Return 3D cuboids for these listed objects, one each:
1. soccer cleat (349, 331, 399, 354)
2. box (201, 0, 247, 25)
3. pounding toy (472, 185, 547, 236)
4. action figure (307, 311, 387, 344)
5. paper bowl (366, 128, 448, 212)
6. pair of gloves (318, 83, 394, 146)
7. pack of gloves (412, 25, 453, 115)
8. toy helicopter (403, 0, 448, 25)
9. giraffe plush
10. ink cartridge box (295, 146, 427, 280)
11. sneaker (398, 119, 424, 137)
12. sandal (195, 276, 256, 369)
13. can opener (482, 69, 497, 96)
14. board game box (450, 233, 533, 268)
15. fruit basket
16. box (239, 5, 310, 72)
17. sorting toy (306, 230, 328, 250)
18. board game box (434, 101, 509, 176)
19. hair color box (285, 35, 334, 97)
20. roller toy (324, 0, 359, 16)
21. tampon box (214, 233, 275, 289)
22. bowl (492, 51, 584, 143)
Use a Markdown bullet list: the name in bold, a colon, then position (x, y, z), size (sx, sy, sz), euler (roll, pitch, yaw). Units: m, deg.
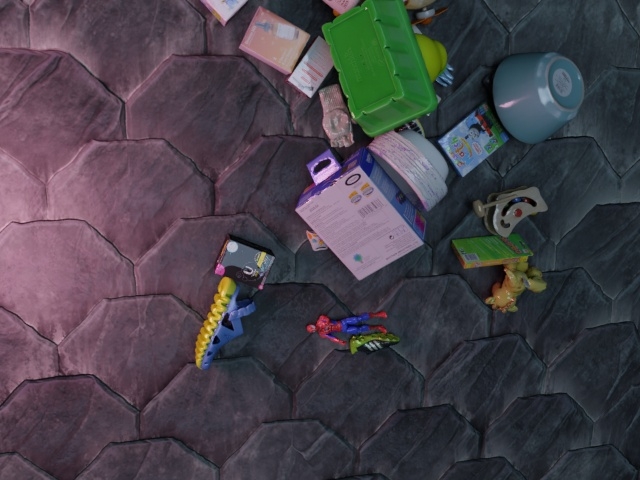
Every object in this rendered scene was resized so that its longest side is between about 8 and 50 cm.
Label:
- **soccer cleat**: position (0.191, 0.367, 2.084), size (0.179, 0.060, 0.072), euler (-2, 112, -6)
- **box**: position (-0.311, -0.738, 1.695), size (0.103, 0.114, 0.203), euler (-45, 107, 1)
- **pounding toy**: position (0.663, -0.093, 2.036), size (0.270, 0.155, 0.154), euler (-14, 100, -10)
- **action figure**: position (0.098, 0.301, 2.007), size (0.281, 0.139, 0.091), euler (-3, 101, -10)
- **paper bowl**: position (0.287, -0.235, 1.852), size (0.148, 0.284, 0.284), euler (-45, 107, -1)
- **pair of gloves**: position (0.120, -0.413, 1.903), size (0.240, 0.042, 0.204), euler (-12, 105, -9)
- **pack of gloves**: position (0.318, -0.552, 1.923), size (0.232, 0.046, 0.195), euler (42, 74, -16)
- **toy helicopter**: position (0.253, -0.736, 1.839), size (0.355, 0.140, 0.235), euler (-42, 117, 10)
- **giraffe plush**: position (0.684, 0.173, 2.103), size (0.181, 0.210, 0.170), euler (33, 121, 7)
- **ink cartridge box**: position (0.113, -0.102, 1.859), size (0.270, 0.151, 0.395), euler (-33, 112, 28)
- **sneaker**: position (0.293, -0.400, 1.924), size (0.208, 0.082, 0.094), euler (60, 42, -26)
- **sandal**: position (-0.311, 0.284, 1.917), size (0.138, 0.126, 0.317), euler (23, 97, -21)
- **can opener**: position (0.668, -0.470, 2.013), size (0.283, 0.076, 0.095), euler (48, 56, -17)
- **board game box**: position (0.603, 0.034, 2.068), size (0.260, 0.124, 0.039), euler (-8, 132, -10)
- **fruit basket**: position (0.212, -0.522, 1.760), size (0.283, 0.392, 0.392), euler (-20, 109, 29)
- **box**: position (-0.141, -0.601, 1.776), size (0.171, 0.091, 0.130), euler (25, 96, -17)
- **sorting toy**: position (0.000, 0.000, 1.971), size (0.083, 0.045, 0.075), euler (-10, 123, -11)
- **board game box**: position (0.518, -0.344, 2.010), size (0.211, 0.039, 0.160), euler (-40, 108, -1)
- **hair color box**: position (-0.023, -0.540, 1.836), size (0.093, 0.053, 0.167), euler (35, 91, -19)
- **roller toy**: position (0.091, -0.765, 1.732), size (0.146, 0.191, 0.209), euler (37, 106, -6)
- **tampon box**: position (-0.245, 0.067, 1.891), size (0.161, 0.101, 0.120), euler (21, 96, -16)
- **bowl**: position (0.730, -0.482, 1.909), size (0.312, 0.163, 0.311), euler (3, 84, -29)
